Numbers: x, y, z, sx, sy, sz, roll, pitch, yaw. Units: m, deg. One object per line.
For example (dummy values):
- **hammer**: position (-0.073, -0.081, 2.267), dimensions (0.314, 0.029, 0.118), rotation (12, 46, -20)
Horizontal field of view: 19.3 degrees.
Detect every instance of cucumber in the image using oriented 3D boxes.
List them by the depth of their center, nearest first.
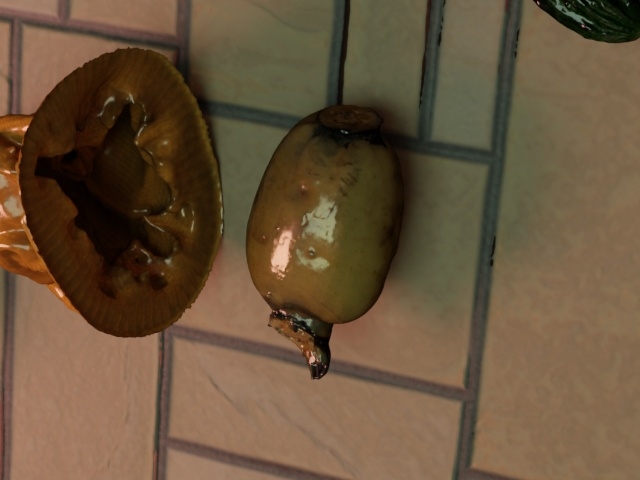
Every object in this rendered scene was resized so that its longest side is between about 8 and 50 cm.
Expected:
- **cucumber**: position (0.142, -0.245, 1.376), dimensions (0.077, 0.077, 0.265), rotation (-35, 91, 28)

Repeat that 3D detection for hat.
- **hat**: position (-0.242, -0.047, 1.540), dimensions (0.233, 0.244, 0.233), rotation (8, 101, 35)

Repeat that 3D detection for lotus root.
- **lotus root**: position (0.000, 0.000, 1.483), dimensions (0.118, 0.125, 0.220), rotation (13, 107, -8)
